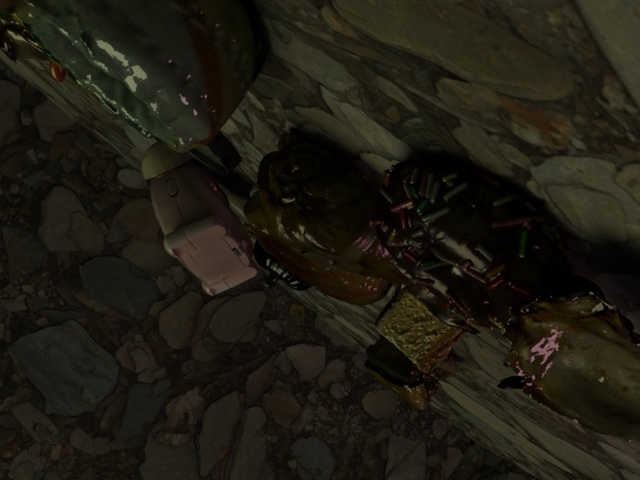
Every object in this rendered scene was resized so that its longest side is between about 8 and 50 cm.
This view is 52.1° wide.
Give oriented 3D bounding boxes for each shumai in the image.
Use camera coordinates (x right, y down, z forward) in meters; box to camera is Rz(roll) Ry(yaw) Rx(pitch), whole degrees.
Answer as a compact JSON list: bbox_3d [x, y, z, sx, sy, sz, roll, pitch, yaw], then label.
[{"bbox_3d":[-0.674,-0.465,1.499,0.201,0.120,0.201,37,167,10],"label":"shumai"}]

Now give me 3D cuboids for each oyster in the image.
[{"bbox_3d":[0.361,0.148,0.659,0.361,0.096,0.221,23,157,9],"label":"oyster"}]

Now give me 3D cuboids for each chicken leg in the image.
[{"bbox_3d":[0.087,0.007,0.984,0.429,0.152,0.201,33,-176,-16],"label":"chicken leg"}]

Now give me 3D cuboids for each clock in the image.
[{"bbox_3d":[-0.265,-0.221,1.393,0.215,0.042,0.215,37,170,8],"label":"clock"},{"bbox_3d":[-0.309,-0.067,1.649,0.325,0.184,0.342,61,173,32],"label":"clock"}]

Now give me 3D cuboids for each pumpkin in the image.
[{"bbox_3d":[-0.084,0.048,1.705,0.194,0.150,0.194,35,-155,-19],"label":"pumpkin"}]

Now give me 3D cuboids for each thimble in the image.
[{"bbox_3d":[-0.206,-0.241,0.758,0.254,0.167,0.288,30,168,29],"label":"thimble"}]

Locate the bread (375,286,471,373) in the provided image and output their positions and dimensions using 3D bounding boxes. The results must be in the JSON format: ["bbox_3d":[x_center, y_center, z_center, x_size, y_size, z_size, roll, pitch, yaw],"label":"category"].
[{"bbox_3d":[0.190,0.142,1.167,0.147,0.152,0.127,37,159,0],"label":"bread"}]

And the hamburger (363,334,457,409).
[{"bbox_3d":[0.251,0.344,1.763,0.192,0.167,0.288,45,167,-29],"label":"hamburger"}]

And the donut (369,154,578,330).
[{"bbox_3d":[0.171,0.012,0.772,0.270,0.103,0.269,38,170,8],"label":"donut"}]

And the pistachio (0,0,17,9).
[{"bbox_3d":[-0.497,-0.438,0.896,0.213,0.162,0.260,2,152,4],"label":"pistachio"}]

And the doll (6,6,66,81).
[{"bbox_3d":[-0.459,-0.373,1.179,0.221,0.143,0.135,65,180,-57],"label":"doll"}]

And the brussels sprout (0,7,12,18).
[{"bbox_3d":[-0.634,-0.493,1.247,0.155,0.117,0.155,35,179,0],"label":"brussels sprout"}]

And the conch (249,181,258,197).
[{"bbox_3d":[-0.104,-0.102,1.328,0.076,0.085,0.056,73,-172,-63],"label":"conch"}]

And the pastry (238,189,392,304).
[{"bbox_3d":[0.000,0.000,1.196,0.330,0.136,0.329,35,168,9],"label":"pastry"}]
